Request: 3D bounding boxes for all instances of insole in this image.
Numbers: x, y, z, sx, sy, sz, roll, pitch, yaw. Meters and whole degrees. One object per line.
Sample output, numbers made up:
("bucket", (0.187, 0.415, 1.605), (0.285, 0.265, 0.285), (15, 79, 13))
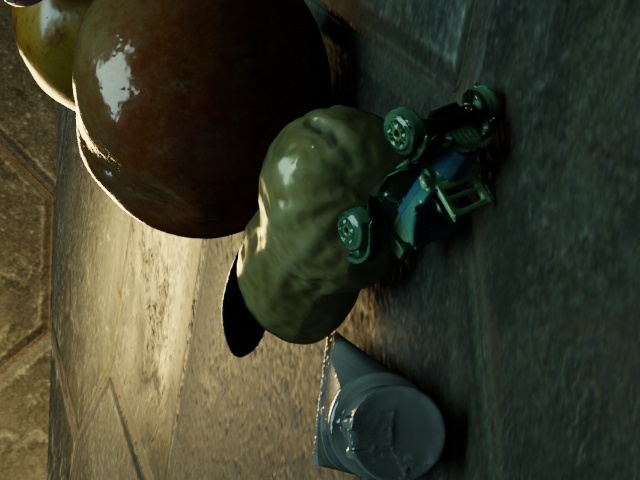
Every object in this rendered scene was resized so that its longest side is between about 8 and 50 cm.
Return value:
("insole", (-0.048, 0.027, 1.362), (0.232, 0.003, 0.080), (-59, -43, -62))

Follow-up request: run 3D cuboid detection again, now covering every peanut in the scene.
("peanut", (0.000, 0.000, 1.229), (0.256, 0.123, 0.123), (110, 159, -54))

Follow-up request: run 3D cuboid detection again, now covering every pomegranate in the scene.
("pomegranate", (-0.218, -0.259, 1.819), (0.264, 0.264, 0.264), (-174, 90, -73))

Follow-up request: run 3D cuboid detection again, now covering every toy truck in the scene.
("toy truck", (0.075, -0.030, 1.074), (0.078, 0.080, 0.154), (57, 147, 22))

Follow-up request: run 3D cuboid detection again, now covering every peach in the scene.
("peach", (-0.105, -0.125, 1.414), (0.252, 0.252, 0.252), (-174, 90, -73))

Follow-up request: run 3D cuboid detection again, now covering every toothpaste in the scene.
("toothpaste", (0.027, 0.129, 1.188), (0.299, 0.073, 0.114), (176, 99, -81))

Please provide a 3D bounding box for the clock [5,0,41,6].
("clock", (-0.190, -0.387, 1.675), (0.113, 0.295, 0.322), (76, -156, -63))
